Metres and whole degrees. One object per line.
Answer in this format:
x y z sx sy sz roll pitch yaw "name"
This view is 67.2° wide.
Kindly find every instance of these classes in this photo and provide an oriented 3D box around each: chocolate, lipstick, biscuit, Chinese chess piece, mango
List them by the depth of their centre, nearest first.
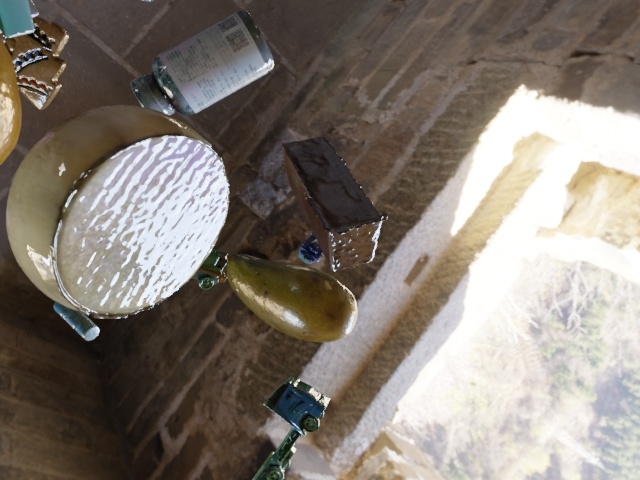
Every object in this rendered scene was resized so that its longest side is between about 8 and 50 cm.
-0.241 -0.033 0.612 0.270 0.112 0.269 -42 150 -32 "Chinese chess piece"
0.012 -0.075 0.913 0.112 0.321 0.111 -13 131 -14 "chocolate"
-0.075 0.135 1.128 0.176 0.330 0.176 -33 131 -68 "mango"
-0.690 0.221 1.363 0.048 0.158 0.048 -42 150 -31 "lipstick"
-0.879 -0.552 1.471 0.279 0.043 0.301 4 113 13 "biscuit"

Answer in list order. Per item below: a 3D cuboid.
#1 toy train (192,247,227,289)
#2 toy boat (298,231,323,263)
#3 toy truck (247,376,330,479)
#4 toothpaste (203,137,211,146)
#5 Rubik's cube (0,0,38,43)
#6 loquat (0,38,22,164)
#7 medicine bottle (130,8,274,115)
-0.362 0.057 1.427 0.228 0.091 0.136 23 102 -30 "toy train"
0.000 0.000 1.714 0.091 0.110 0.175 42 51 -6 "toy boat"
-0.063 0.277 0.676 0.175 0.081 0.067 -56 171 0 "toy truck"
-0.454 -0.174 1.395 0.336 0.067 0.081 -52 149 2 "toothpaste"
-0.893 -0.598 1.090 0.387 0.369 0.358 -52 124 -50 "Rubik's cube"
-0.582 -0.202 0.637 0.329 0.328 0.328 -16 122 -26 "loquat"
-0.257 -0.368 1.046 0.294 0.141 0.141 -30 128 -3 "medicine bottle"
